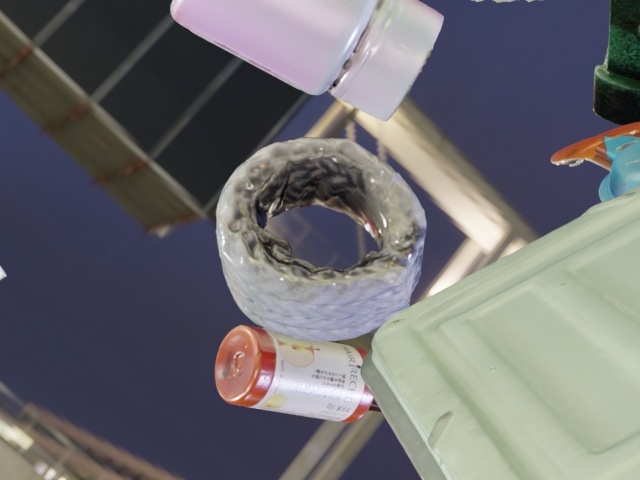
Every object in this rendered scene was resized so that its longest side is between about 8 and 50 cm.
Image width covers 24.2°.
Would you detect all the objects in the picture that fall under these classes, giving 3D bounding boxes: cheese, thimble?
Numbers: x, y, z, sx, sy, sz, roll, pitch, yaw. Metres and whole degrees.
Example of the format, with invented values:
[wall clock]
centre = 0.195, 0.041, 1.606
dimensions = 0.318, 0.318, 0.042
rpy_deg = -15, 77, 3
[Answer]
[cheese]
centre = 0.222, -0.051, 0.990
dimensions = 0.256, 0.106, 0.037
rpy_deg = -121, -168, -77
[thimble]
centre = 0.000, 0.000, 1.724
dimensions = 0.245, 0.217, 0.157
rpy_deg = 22, -19, 9

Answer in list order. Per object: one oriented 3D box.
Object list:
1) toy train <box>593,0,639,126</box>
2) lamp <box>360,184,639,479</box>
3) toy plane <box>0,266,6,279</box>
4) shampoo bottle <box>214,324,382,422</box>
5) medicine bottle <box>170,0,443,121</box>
[toy train]
centre = 0.370, -0.258, 1.610
dimensions = 0.138, 0.178, 0.330
rpy_deg = 12, -25, 16
[lamp]
centre = 0.153, 0.021, 0.500
dimensions = 0.047, 0.266, 0.269
rpy_deg = 63, -2, -13
[toy plane]
centre = -0.340, 0.101, 1.047
dimensions = 0.107, 0.273, 0.182
rpy_deg = -135, -152, -61
[shampoo bottle]
centre = 0.000, 0.185, 1.990
dimensions = 0.278, 0.104, 0.104
rpy_deg = 14, -3, -36
[medicine bottle]
centre = -0.013, -0.234, 1.530
dimensions = 0.254, 0.152, 0.152
rpy_deg = 28, -19, -7
